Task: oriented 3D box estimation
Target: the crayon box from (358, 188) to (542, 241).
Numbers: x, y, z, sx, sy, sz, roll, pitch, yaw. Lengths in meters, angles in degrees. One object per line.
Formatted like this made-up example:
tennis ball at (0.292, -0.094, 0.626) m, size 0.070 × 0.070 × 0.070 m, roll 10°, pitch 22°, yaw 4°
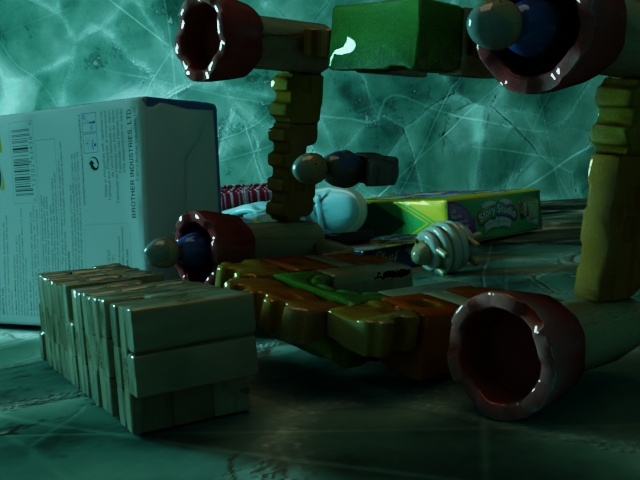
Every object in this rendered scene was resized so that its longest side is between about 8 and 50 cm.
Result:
crayon box at (0.274, -0.055, 1.816) m, size 0.363 × 0.106 × 0.313 m, roll -9°, pitch 8°, yaw -44°

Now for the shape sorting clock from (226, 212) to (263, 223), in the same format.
shape sorting clock at (-0.059, 0.030, 0.915) m, size 0.206 × 0.040 × 0.206 m, roll 26°, pitch 25°, yaw -13°

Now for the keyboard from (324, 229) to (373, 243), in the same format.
keyboard at (0.000, 0.000, 1.374) m, size 0.180 × 0.023 × 0.108 m, roll -6°, pitch -1°, yaw -11°

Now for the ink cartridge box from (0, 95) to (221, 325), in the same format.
ink cartridge box at (-0.326, -0.031, 1.024) m, size 0.396 × 0.269 × 0.151 m, roll -1°, pitch 2°, yaw 28°

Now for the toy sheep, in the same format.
toy sheep at (0.197, 0.010, 1.233) m, size 0.132 × 0.091 × 0.091 m, roll -12°, pitch 8°, yaw -25°

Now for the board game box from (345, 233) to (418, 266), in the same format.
board game box at (0.109, 0.022, 1.406) m, size 0.243 × 0.042 × 0.165 m, roll -8°, pitch 6°, yaw -39°

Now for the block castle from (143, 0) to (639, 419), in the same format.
block castle at (0.034, -0.058, 0.663) m, size 0.213 × 0.302 × 0.453 m, roll -6°, pitch 14°, yaw -41°

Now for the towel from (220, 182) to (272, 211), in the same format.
towel at (-0.216, -0.047, 1.825) m, size 0.275 × 0.198 × 0.031 m, roll -4°, pitch 45°, yaw -8°

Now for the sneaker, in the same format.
sneaker at (-0.085, -0.026, 1.681) m, size 0.366 × 0.135 × 0.150 m, roll -14°, pitch 2°, yaw 19°

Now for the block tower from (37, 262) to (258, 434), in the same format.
block tower at (-0.166, 0.077, 0.679) m, size 0.097 × 0.090 × 0.335 m, roll -6°, pitch 5°, yaw -28°
